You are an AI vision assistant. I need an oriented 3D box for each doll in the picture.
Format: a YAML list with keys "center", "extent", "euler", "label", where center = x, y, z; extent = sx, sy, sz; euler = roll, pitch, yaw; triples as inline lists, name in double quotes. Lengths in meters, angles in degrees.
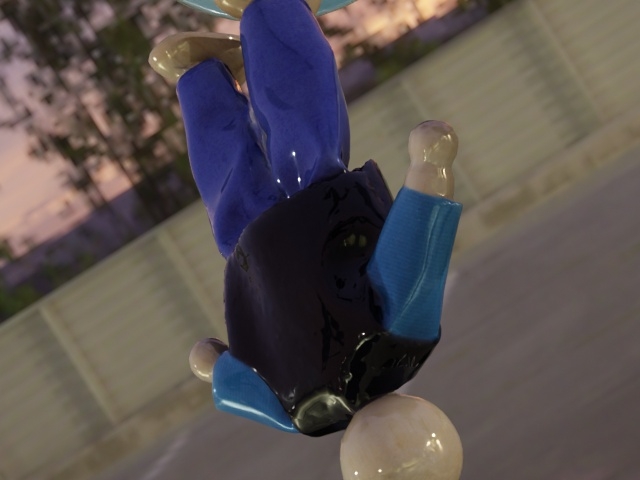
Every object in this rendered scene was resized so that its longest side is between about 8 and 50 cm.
- center: [0.000, 0.000, 0.565]
  extent: [0.046, 0.189, 0.129]
  euler: [11, -40, -44]
  label: "doll"

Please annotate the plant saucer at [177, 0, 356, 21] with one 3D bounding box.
- center: [-0.038, -0.294, 1.088]
  extent: [0.317, 0.318, 0.043]
  euler: [-33, 25, -23]
  label: "plant saucer"
